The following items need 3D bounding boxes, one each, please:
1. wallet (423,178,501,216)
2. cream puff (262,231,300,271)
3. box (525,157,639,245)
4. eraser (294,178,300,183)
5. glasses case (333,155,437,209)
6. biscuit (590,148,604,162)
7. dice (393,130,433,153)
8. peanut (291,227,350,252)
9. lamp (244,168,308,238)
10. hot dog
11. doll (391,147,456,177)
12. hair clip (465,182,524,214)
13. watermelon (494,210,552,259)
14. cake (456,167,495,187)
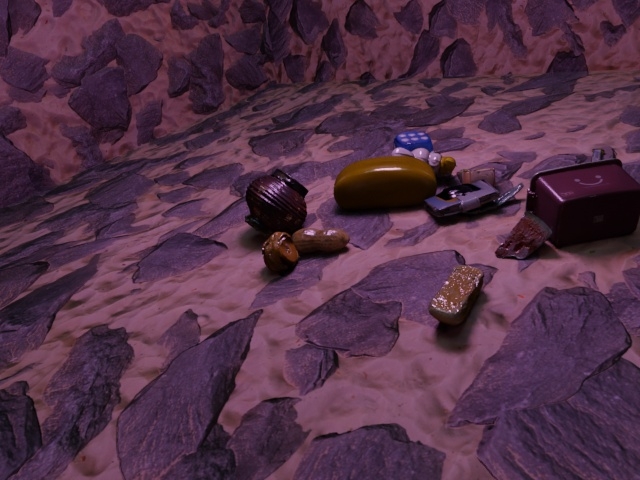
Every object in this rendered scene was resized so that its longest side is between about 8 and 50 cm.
[{"bbox_3d":[0.475,-0.146,1.831,0.231,0.069,0.170,-20,20,-1],"label":"wallet"},{"bbox_3d":[-0.128,0.036,1.684,0.104,0.119,0.133,-19,-5,22],"label":"cream puff"},{"bbox_3d":[0.768,-0.104,1.571,0.294,0.193,0.167,-10,36,-1],"label":"box"},{"bbox_3d":[-0.123,-0.252,2.320,0.099,0.027,0.019,12,27,35],"label":"eraser"},{"bbox_3d":[0.228,-0.204,1.947,0.371,0.173,0.141,-4,32,12],"label":"glasses case"},{"bbox_3d":[1.013,-0.282,1.991,0.048,0.026,0.292,10,34,27],"label":"biscuit"},{"bbox_3d":[0.383,-0.362,2.235,0.143,0.146,0.146,-9,31,-3],"label":"dice"},{"bbox_3d":[0.000,-0.001,1.743,0.193,0.089,0.089,1,29,11],"label":"peanut"},{"bbox_3d":[-0.156,-0.121,1.883,0.247,0.247,0.247,-8,27,4],"label":"lamp"},{"bbox_3d":[0.342,0.144,1.351,0.084,0.073,0.242,11,31,28],"label":"hot dog"},{"bbox_3d":[0.394,-0.292,2.064,0.237,0.111,0.252,12,1,11],"label":"doll"},{"bbox_3d":[0.590,-0.135,1.836,0.229,0.036,0.066,-25,23,-4],"label":"hair clip"},{"bbox_3d":[0.585,-0.010,1.534,0.158,0.121,0.098,-27,53,-22],"label":"watermelon"},{"bbox_3d":[0.582,-0.229,2.024,0.109,0.090,0.225,-9,8,7],"label":"cake"}]
